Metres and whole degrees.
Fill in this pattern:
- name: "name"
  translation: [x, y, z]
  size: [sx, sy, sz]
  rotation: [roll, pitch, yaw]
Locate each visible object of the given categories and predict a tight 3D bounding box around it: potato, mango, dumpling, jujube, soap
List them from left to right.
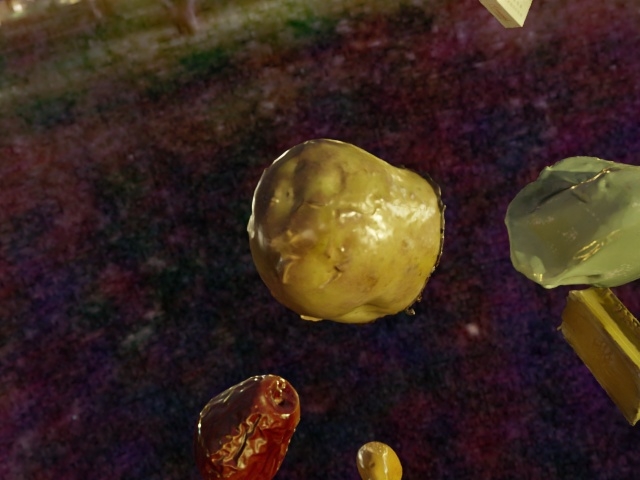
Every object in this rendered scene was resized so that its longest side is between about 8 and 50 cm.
- name: "jujube"
  translation: [-0.132, 0.352, 1.687]
  size: [0.255, 0.190, 0.190]
  rotation: [-47, 0, 34]
- name: "potato"
  translation: [0.000, 0.000, 1.340]
  size: [0.301, 0.288, 0.237]
  rotation: [-10, 0, 40]
- name: "mango"
  translation: [0.108, 0.424, 1.707]
  size: [0.075, 0.098, 0.190]
  rotation: [-38, -9, 6]
- name: "dumpling"
  translation: [0.470, -0.021, 1.486]
  size: [0.321, 0.211, 0.270]
  rotation: [4, 10, -31]
- name: "soap"
  translation: [0.518, 0.194, 1.604]
  size: [0.076, 0.135, 0.233]
  rotation: [-21, 49, -15]

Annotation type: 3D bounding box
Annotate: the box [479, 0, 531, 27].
- name: "box"
  translation: [0.358, -0.487, 1.698]
  size: [0.048, 0.100, 0.152]
  rotation: [13, 75, 48]
